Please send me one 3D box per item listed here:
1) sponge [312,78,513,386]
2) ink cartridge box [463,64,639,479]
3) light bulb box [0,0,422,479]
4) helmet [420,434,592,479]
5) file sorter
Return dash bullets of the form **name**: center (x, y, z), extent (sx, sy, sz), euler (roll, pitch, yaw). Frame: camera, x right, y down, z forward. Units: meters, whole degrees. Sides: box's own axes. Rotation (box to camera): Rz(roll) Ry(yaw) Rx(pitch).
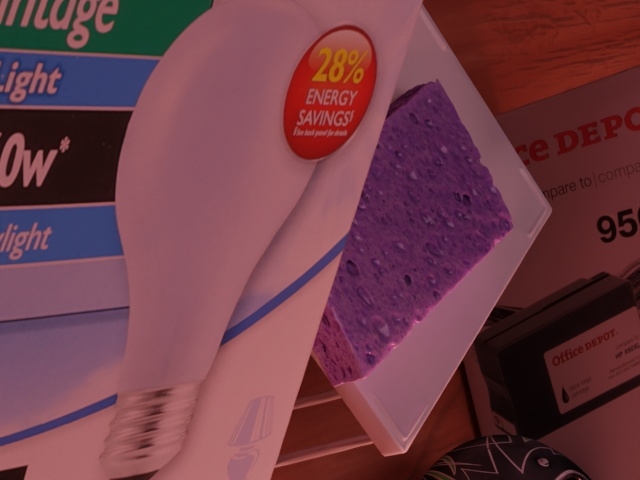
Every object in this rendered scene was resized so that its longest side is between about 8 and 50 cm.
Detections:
- **sponge**: center (0.044, -0.011, 1.110), extent (0.210, 0.031, 0.117), euler (-41, 106, -48)
- **ink cartridge box**: center (0.266, 0.067, 1.407), extent (0.166, 0.285, 0.395), euler (-7, 82, -49)
- **light bulb box**: center (-0.165, -0.043, 0.797), extent (0.358, 0.225, 0.361), euler (-5, 118, -53)
- **helmet**: center (0.138, 0.223, 1.300), extent (0.161, 0.169, 0.169), euler (41, 48, -12)
- **file sorter**: center (0.000, 0.000, 1.215), extent (0.193, 0.173, 0.278), euler (56, 43, -18)
